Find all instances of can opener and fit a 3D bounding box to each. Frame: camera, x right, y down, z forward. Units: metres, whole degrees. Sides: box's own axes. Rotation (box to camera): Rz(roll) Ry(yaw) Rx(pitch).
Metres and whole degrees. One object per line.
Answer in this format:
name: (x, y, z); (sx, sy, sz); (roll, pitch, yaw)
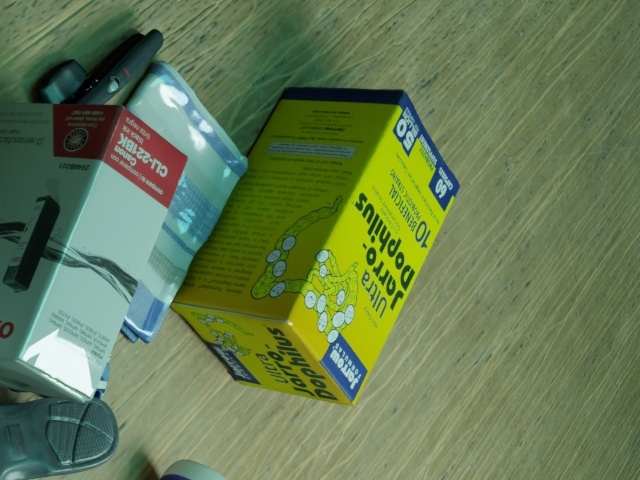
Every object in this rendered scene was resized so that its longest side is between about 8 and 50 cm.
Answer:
can opener: (-0.233, -0.184, 1.520); (0.186, 0.059, 0.073); (-45, 128, -40)

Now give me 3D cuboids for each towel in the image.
towel: (-0.197, -0.045, 1.613); (0.209, 0.034, 0.285); (53, 54, -42)

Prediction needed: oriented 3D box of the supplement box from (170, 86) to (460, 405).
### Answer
supplement box: (0.000, 0.000, 1.748); (0.194, 0.195, 0.356); (54, 54, -43)

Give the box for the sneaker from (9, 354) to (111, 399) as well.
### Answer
sneaker: (-0.285, 0.156, 1.507); (0.144, 0.053, 0.059); (-5, 101, -52)

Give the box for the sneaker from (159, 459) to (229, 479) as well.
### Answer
sneaker: (-0.140, 0.439, 1.575); (0.236, 0.130, 0.323); (-35, 90, -41)

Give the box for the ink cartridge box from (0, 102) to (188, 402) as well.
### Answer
ink cartridge box: (-0.279, 0.007, 1.371); (0.114, 0.197, 0.273); (38, 64, -47)

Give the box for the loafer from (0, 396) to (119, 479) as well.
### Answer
loafer: (-0.353, 0.208, 1.387); (0.302, 0.095, 0.109); (5, 70, -39)
